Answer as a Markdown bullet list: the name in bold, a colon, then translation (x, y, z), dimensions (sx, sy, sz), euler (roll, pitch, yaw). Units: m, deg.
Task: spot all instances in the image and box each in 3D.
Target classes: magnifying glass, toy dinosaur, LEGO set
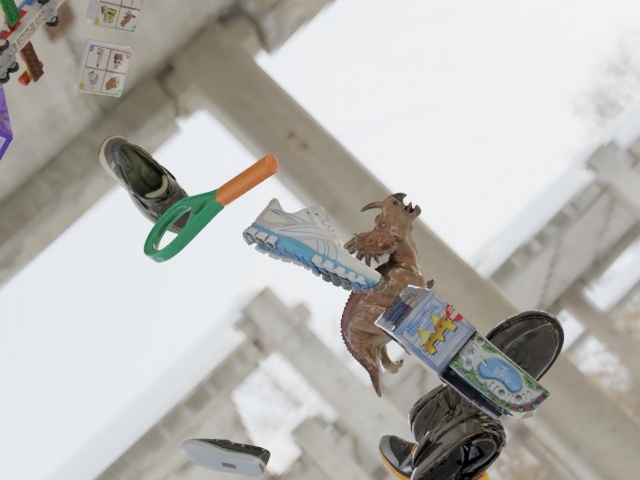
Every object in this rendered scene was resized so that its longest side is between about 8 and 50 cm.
- **magnifying glass**: translation (-0.140, -0.042, 1.841), dimensions (0.231, 0.026, 0.092), euler (-34, 29, 33)
- **toy dinosaur**: translation (0.090, 0.091, 2.275), dimensions (0.127, 0.200, 0.296), euler (-12, 49, 61)
- **LEGO set**: translation (-0.245, -0.229, 1.330), dimensions (0.244, 0.060, 0.183), euler (-5, -68, -64)

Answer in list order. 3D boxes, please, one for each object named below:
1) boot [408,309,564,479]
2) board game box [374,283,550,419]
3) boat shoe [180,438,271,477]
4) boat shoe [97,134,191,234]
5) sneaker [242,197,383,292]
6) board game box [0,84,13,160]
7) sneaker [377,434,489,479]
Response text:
- **boot**: translation (0.202, 0.208, 1.761), dimensions (0.263, 0.091, 0.229), euler (-43, 7, 9)
- **board game box**: translation (0.135, 0.113, 1.453), dimensions (0.060, 0.194, 0.194), euler (-50, -12, -1)
- **boat shoe**: translation (-0.138, 0.314, 2.149), dimensions (0.040, 0.142, 0.049), euler (-54, -35, -41)
- **boat shoe**: translation (-0.279, -0.086, 2.438), dimensions (0.080, 0.223, 0.073), euler (-48, 24, -11)
- **sneaker**: translation (0.000, 0.000, 1.844), dimensions (0.083, 0.190, 0.071), euler (-60, -15, -17)
- **board game box**: translation (-0.533, -0.059, 1.955), dimensions (0.078, 0.233, 0.347), euler (24, -72, -27)
- **sneaker**: translation (0.201, 0.392, 2.542), dimensions (0.084, 0.214, 0.083), euler (-48, -15, -58)
